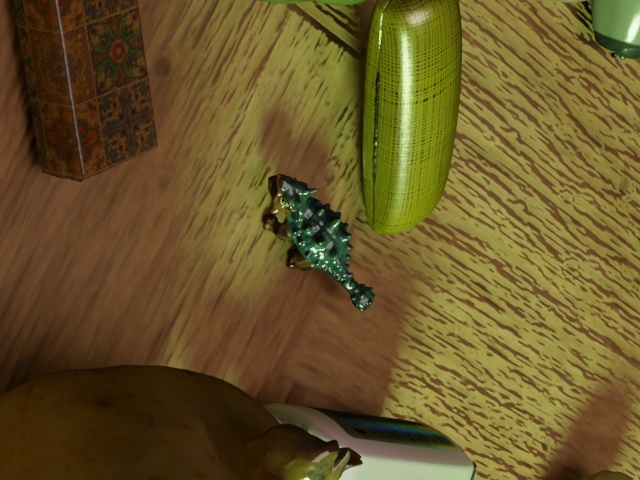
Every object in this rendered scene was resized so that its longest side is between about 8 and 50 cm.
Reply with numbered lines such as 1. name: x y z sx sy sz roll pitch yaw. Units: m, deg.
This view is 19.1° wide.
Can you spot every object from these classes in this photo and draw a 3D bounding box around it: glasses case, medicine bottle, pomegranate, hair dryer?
1. glasses case: -0.162 -0.154 1.246 0.075 0.049 0.218 -29 122 -43
2. medicine bottle: 0.010 0.170 1.465 0.219 0.115 0.078 12 95 -45
3. pomegranate: -0.109 0.222 1.218 0.342 0.342 0.342 -15 113 -41
4. glasses case: 0.069 -0.103 1.443 0.079 0.064 0.234 -36 145 -32
5. hair dryer: 0.320 -0.288 1.642 0.225 0.088 0.219 -34 141 -38

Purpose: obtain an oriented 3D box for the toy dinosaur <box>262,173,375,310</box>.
1. toy dinosaur: 0.000 0.000 1.449 0.049 0.055 0.154 -55 131 -22

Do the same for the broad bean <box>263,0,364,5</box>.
1. broad bean: 0.025 -0.279 1.341 0.189 0.121 0.263 36 75 -46

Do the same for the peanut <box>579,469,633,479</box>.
1. peanut: 0.229 0.336 1.746 0.117 0.101 0.263 15 95 -21

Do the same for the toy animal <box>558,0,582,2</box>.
1. toy animal: 0.184 -0.285 1.470 0.171 0.171 0.198 -2 122 -44
